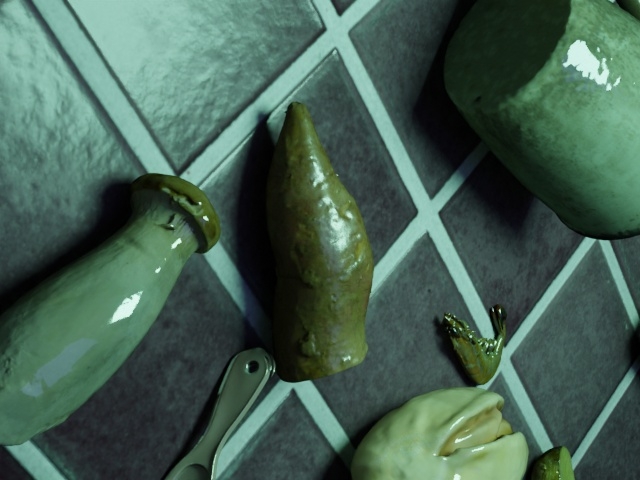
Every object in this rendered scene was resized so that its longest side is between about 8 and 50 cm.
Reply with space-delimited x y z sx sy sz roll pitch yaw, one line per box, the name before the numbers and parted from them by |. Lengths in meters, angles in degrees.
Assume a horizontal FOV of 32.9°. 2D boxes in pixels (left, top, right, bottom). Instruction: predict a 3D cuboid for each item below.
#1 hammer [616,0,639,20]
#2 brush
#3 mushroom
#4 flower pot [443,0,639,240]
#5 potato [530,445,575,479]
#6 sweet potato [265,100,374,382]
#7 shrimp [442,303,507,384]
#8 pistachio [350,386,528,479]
hammer | 0.487 -0.335 1.621 0.044 0.168 0.440 -37 97 -29
brush | -0.136 0.269 1.281 0.312 0.072 0.067 -63 155 -18
mushroom | -0.234 0.070 1.101 0.350 0.128 0.128 -52 128 -27
flower pot | 0.354 -0.197 1.491 0.330 0.294 0.293 32 76 -38
potato | 0.377 0.384 1.776 0.096 0.066 0.103 -23 106 -64
sweet potato | -0.001 0.001 1.307 0.131 0.131 0.336 -14 109 -41
shrimp | 0.239 0.135 1.618 0.124 0.034 0.178 -55 131 -25
pistachio | 0.174 0.308 1.495 0.318 0.214 0.193 -9 61 -49
